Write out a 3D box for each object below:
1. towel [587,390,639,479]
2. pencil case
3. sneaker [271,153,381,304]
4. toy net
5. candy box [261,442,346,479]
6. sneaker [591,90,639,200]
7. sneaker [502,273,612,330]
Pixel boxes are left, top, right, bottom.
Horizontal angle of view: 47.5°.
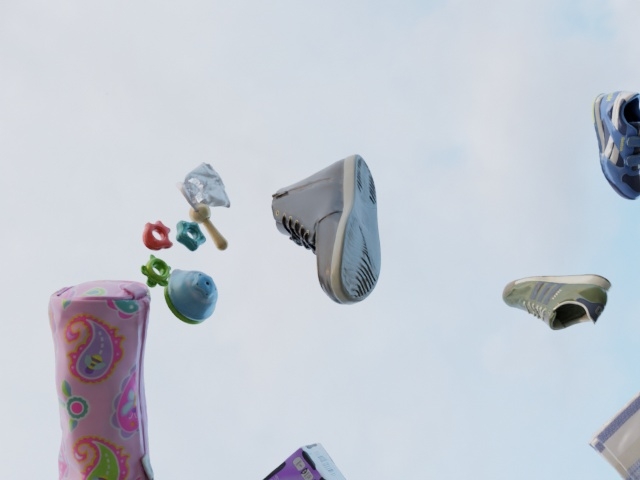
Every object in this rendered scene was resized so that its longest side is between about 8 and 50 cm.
[{"bbox_3d":[0.598,0.360,1.159,0.034,0.285,0.209,9,-57,-51],"label":"towel"},{"bbox_3d":[-0.250,0.189,0.849,0.124,0.124,0.283,-3,-84,-16],"label":"pencil case"},{"bbox_3d":[0.000,0.000,0.827,0.118,0.222,0.083,-20,-55,22],"label":"sneaker"},{"bbox_3d":[-0.172,-0.012,0.913,0.122,0.232,0.045,29,-49,-32],"label":"toy net"},{"bbox_3d":[-0.015,0.386,0.917,0.165,0.070,0.196,-42,-111,8],"label":"candy box"},{"bbox_3d":[0.389,-0.122,0.921,0.053,0.059,0.144,-18,-85,-35],"label":"sneaker"},{"bbox_3d":[0.383,0.109,1.214,0.064,0.192,0.086,46,-128,-31],"label":"sneaker"}]
